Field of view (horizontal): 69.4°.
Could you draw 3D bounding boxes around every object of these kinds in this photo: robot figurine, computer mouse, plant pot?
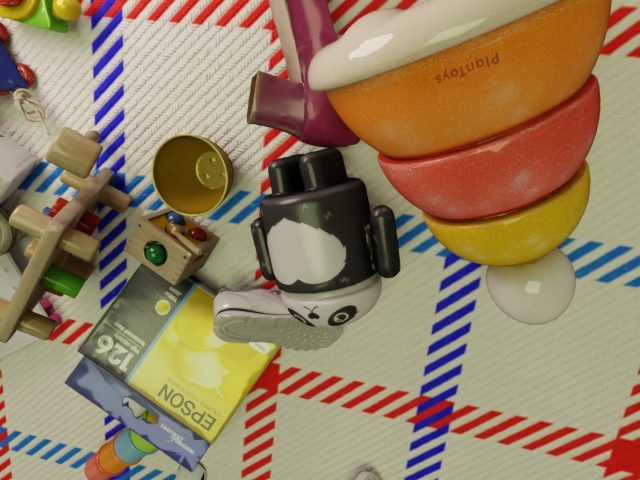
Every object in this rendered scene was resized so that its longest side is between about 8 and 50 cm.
[{"bbox_3d":[0.001,0.001,0.729,0.174,0.209,0.277,-16,103,-19],"label":"robot figurine"},{"bbox_3d":[-0.303,0.574,1.024,0.106,0.042,0.192,15,108,10],"label":"computer mouse"},{"bbox_3d":[-0.201,-0.115,0.788,0.135,0.095,0.134,3,105,13],"label":"plant pot"}]

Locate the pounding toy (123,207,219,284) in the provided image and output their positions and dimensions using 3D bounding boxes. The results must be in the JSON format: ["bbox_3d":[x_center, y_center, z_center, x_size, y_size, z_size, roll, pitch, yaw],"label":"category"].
[{"bbox_3d":[-0.250,0.004,0.807,0.130,0.141,0.100,35,109,2],"label":"pounding toy"}]

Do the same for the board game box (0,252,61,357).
[{"bbox_3d":[-0.802,0.090,1.009,0.390,0.050,0.389,-25,97,18],"label":"board game box"}]

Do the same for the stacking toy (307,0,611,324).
[{"bbox_3d":[0.220,-0.085,0.607,0.351,0.350,0.479,-17,112,17],"label":"stacking toy"}]

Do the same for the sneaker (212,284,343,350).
[{"bbox_3d":[-0.071,0.131,0.821,0.235,0.094,0.090,14,122,-18],"label":"sneaker"}]

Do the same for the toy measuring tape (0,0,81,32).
[{"bbox_3d":[-0.551,-0.439,0.777,0.331,0.121,0.121,17,108,8],"label":"toy measuring tape"}]

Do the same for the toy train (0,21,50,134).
[{"bbox_3d":[-0.605,-0.271,0.845,0.144,0.105,0.247,-25,98,28],"label":"toy train"}]

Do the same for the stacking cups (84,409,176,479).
[{"bbox_3d":[-0.385,0.431,0.981,0.316,0.096,0.096,-41,92,21],"label":"stacking cups"}]

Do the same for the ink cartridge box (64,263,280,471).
[{"bbox_3d":[-0.278,0.227,0.858,0.304,0.072,0.307,34,84,2],"label":"ink cartridge box"}]

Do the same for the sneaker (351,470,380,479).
[{"bbox_3d":[0.031,0.585,0.920,0.161,0.102,0.281,5,82,48],"label":"sneaker"}]

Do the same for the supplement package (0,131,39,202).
[{"bbox_3d":[-0.644,-0.155,0.843,0.179,0.105,0.105,39,116,-24],"label":"supplement package"}]

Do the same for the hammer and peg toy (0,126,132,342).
[{"bbox_3d":[-0.424,-0.028,0.794,0.128,0.266,0.361,30,110,-19],"label":"hammer and peg toy"}]

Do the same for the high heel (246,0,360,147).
[{"bbox_3d":[0.009,-0.336,0.699,0.182,0.127,0.376,9,104,-19],"label":"high heel"}]

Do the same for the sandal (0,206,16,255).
[{"bbox_3d":[-0.717,-0.082,0.871,0.303,0.086,0.120,38,109,1],"label":"sandal"}]
